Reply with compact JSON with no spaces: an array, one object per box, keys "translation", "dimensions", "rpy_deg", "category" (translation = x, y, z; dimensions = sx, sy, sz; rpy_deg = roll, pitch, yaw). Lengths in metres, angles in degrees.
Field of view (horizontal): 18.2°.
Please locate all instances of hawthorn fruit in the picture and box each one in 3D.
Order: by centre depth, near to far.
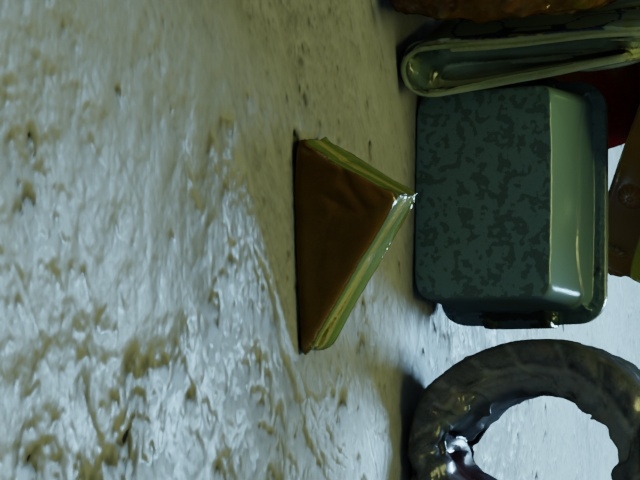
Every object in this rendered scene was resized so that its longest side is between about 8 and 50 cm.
[{"translation":[0.288,-0.171,2.117],"dimensions":[0.169,0.188,0.169],"rpy_deg":[4,90,-79],"category":"hawthorn fruit"}]

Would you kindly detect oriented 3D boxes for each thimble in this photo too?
[{"translation":[0.201,0.190,1.751],"dimensions":[0.172,0.236,0.205],"rpy_deg":[14,70,-73],"category":"thimble"}]

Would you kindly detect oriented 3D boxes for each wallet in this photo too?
[{"translation":[0.213,-0.195,1.817],"dimensions":[0.309,0.223,0.077],"rpy_deg":[-49,134,-67],"category":"wallet"}]

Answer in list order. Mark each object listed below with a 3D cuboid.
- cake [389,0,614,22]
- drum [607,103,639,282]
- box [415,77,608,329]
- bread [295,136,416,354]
[{"translation":[0.159,-0.335,1.680],"dimensions":[0.198,0.196,0.293],"rpy_deg":[-29,119,-69],"category":"cake"},{"translation":[0.435,-0.122,1.908],"dimensions":[0.431,0.214,0.431],"rpy_deg":[-61,167,-25],"category":"drum"},{"translation":[0.169,-0.035,1.788],"dimensions":[0.130,0.162,0.227],"rpy_deg":[10,80,-62],"category":"box"},{"translation":[-0.002,0.005,1.464],"dimensions":[0.139,0.084,0.074],"rpy_deg":[-62,168,13],"category":"bread"}]
